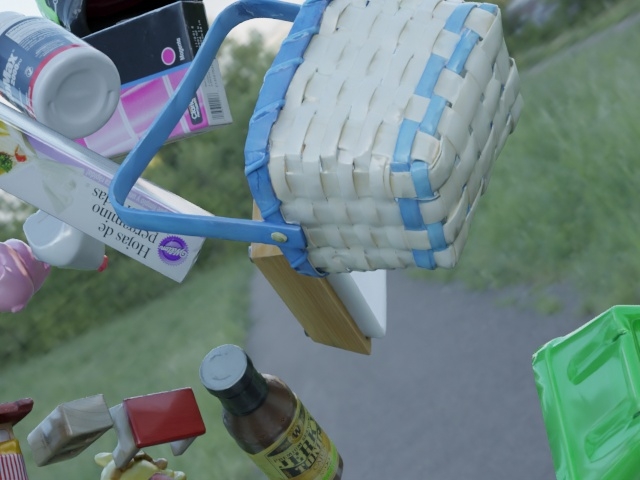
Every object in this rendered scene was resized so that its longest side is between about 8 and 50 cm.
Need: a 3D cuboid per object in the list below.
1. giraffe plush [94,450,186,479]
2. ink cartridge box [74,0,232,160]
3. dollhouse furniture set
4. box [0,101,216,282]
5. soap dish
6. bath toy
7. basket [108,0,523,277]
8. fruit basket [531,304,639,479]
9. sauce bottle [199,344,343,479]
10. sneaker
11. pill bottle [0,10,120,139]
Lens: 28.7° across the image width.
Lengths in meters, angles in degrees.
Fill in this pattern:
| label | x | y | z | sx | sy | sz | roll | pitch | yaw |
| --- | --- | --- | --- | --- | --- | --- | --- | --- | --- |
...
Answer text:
| label | x | y | z | sx | sy | sz | roll | pitch | yaw |
| --- | --- | --- | --- | --- | --- | --- | --- | --- | --- |
| giraffe plush | -0.275 | 0.351 | 1.636 | 0.210 | 0.181 | 0.170 | -58 | -7 | 34 |
| ink cartridge box | -0.303 | -0.206 | 1.788 | 0.371 | 0.175 | 0.069 | -13 | 1 | 34 |
| dollhouse furniture set | -0.276 | 0.284 | 1.449 | 0.374 | 0.201 | 0.152 | -7 | -22 | -38 |
| box | -0.255 | -0.067 | 1.166 | 0.063 | 0.324 | 0.067 | -61 | 6 | 12 |
| soap dish | 0.000 | 0.000 | 1.744 | 0.118 | 0.291 | 0.229 | -11 | 55 | 17 |
| bath toy | -0.433 | 0.061 | 1.705 | 0.348 | 0.129 | 0.151 | -32 | 50 | 14 |
| basket | -0.003 | -0.092 | 1.010 | 0.254 | 0.289 | 0.201 | -63 | -26 | -28 |
| fruit basket | 0.438 | 0.253 | 1.480 | 0.392 | 0.392 | 0.283 | -35 | 47 | 36 |
| sauce bottle | -0.070 | 0.260 | 1.755 | 0.111 | 0.344 | 0.111 | -12 | 54 | 17 |
| sneaker | -0.208 | -0.436 | 1.976 | 0.483 | 0.185 | 0.202 | -28 | 52 | -5 |
| pill bottle | -0.318 | -0.195 | 1.425 | 0.108 | 0.108 | 0.180 | -43 | 48 | -14 |
